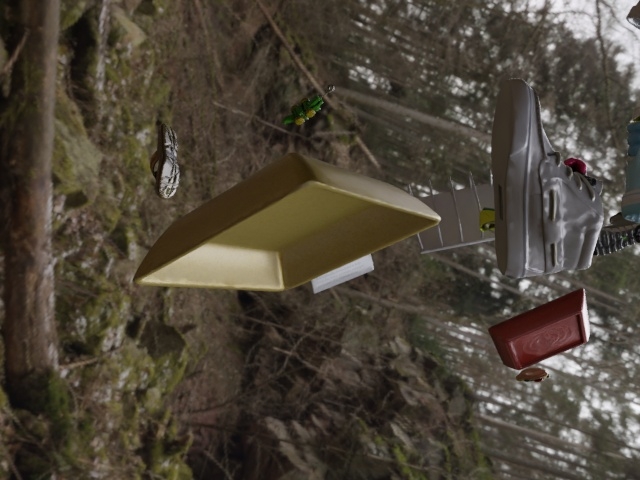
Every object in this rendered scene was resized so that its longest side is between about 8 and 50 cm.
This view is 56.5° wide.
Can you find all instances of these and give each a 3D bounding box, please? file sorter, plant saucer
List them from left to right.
[{"bbox_3d":[-0.046,-0.019,0.858,0.332,0.332,0.081,-26,-111,31],"label":"plant saucer"},{"bbox_3d":[0.426,-0.099,1.870,0.173,0.277,0.193,54,27,-65],"label":"file sorter"},{"bbox_3d":[0.598,0.254,1.587,0.259,0.258,0.048,-26,-130,10],"label":"plant saucer"}]

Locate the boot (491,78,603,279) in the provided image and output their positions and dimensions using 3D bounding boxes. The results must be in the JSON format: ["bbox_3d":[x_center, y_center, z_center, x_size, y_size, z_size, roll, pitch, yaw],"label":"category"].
[{"bbox_3d":[0.287,-0.077,0.749,0.095,0.123,0.258,-87,170,-66],"label":"boot"}]

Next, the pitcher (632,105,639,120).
[{"bbox_3d":[0.743,-0.209,1.186,0.177,0.207,0.125,-30,174,22],"label":"pitcher"}]

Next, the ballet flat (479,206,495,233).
[{"bbox_3d":[0.518,-0.048,1.626,0.231,0.077,0.077,7,-104,64],"label":"ballet flat"}]

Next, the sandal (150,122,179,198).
[{"bbox_3d":[-0.342,-0.168,1.286,0.072,0.049,0.180,44,37,-64],"label":"sandal"}]

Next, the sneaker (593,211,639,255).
[{"bbox_3d":[0.889,-0.028,1.827,0.132,0.228,0.086,-82,159,-63],"label":"sneaker"}]

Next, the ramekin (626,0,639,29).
[{"bbox_3d":[0.625,-0.373,0.969,0.207,0.207,0.109,-97,-151,-64],"label":"ramekin"}]

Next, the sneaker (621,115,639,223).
[{"bbox_3d":[0.611,-0.122,0.982,0.127,0.319,0.208,-3,-98,49],"label":"sneaker"}]

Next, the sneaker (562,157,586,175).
[{"bbox_3d":[0.526,-0.095,1.375,0.299,0.120,0.112,-44,157,-41],"label":"sneaker"}]

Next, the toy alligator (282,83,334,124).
[{"bbox_3d":[-0.027,-0.393,1.766,0.189,0.051,0.056,-32,-120,17],"label":"toy alligator"}]

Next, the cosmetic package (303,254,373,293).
[{"bbox_3d":[0.000,0.000,1.315,0.183,0.151,0.152,33,-39,63],"label":"cosmetic package"}]

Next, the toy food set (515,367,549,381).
[{"bbox_3d":[0.605,0.384,1.695,0.082,0.083,0.020,-2,-78,63],"label":"toy food set"}]
